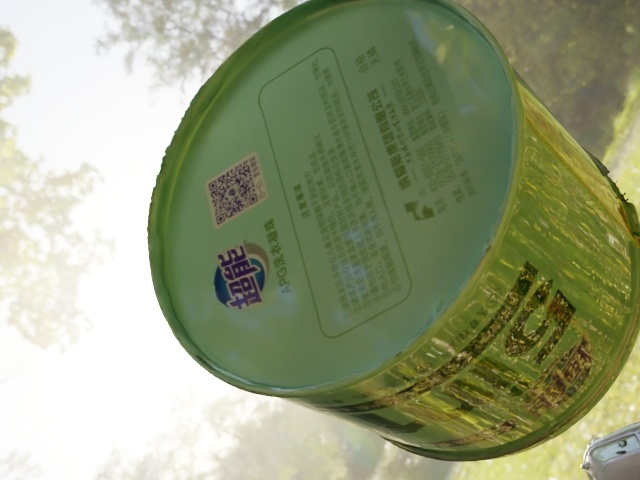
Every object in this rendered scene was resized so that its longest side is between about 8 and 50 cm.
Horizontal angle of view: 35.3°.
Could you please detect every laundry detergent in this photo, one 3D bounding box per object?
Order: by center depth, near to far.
[{"bbox_3d":[0.077,0.009,0.756,0.305,0.287,0.287,32,-98,-50],"label":"laundry detergent"}]

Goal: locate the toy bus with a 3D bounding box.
[{"bbox_3d":[0.384,0.299,1.110,0.142,0.142,0.203,38,-148,-68],"label":"toy bus"}]
